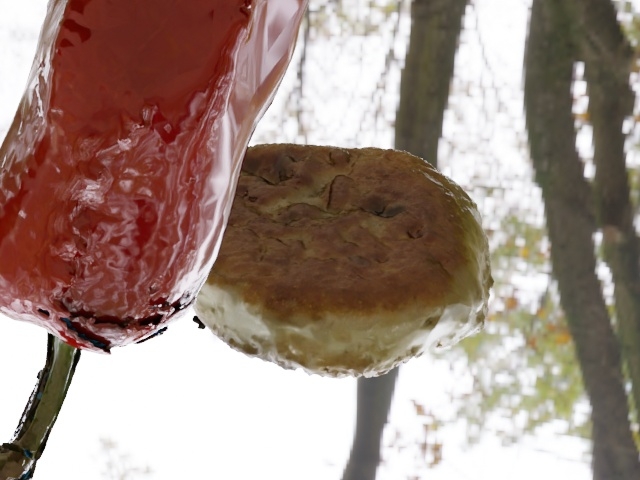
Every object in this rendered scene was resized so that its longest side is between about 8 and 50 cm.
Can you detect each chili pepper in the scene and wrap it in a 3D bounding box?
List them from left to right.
[{"bbox_3d":[-0.074,-0.069,0.644,0.110,0.387,0.110,18,-162,-6],"label":"chili pepper"}]

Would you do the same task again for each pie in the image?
[{"bbox_3d":[0.000,0.000,1.267,0.315,0.092,0.315,4,-150,-2],"label":"pie"}]
